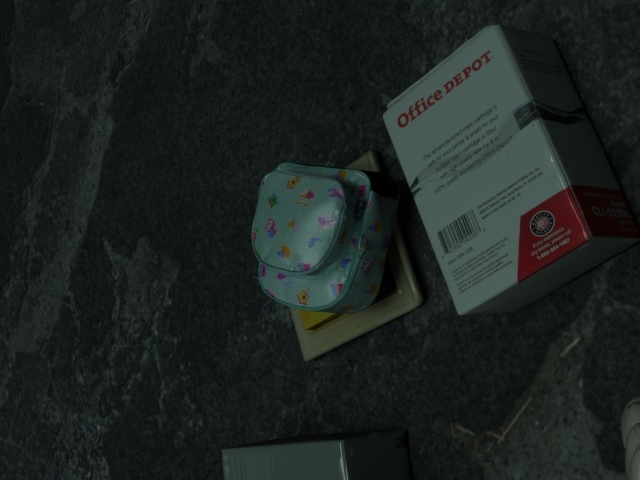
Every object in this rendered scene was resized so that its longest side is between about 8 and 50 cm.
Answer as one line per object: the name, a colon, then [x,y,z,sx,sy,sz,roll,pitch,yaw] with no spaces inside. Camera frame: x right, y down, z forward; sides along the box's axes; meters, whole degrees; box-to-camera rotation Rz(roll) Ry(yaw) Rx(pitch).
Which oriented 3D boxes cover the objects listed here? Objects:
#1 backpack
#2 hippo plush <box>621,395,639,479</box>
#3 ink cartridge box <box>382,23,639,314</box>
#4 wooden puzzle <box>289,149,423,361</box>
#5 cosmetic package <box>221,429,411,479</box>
backpack: [0.000,0.000,1.445,0.166,0.144,0.188,9,96,34]
hippo plush: [0.422,0.161,1.000,0.294,0.234,0.236,39,116,39]
ink cartridge box: [0.210,-0.078,1.304,0.197,0.114,0.272,-36,65,39]
wooden puzzle: [0.019,0.024,1.541,0.239,0.044,0.220,-32,67,40]
cosmetic package: [-0.007,0.306,1.500,0.238,0.127,0.107,-10,82,46]
